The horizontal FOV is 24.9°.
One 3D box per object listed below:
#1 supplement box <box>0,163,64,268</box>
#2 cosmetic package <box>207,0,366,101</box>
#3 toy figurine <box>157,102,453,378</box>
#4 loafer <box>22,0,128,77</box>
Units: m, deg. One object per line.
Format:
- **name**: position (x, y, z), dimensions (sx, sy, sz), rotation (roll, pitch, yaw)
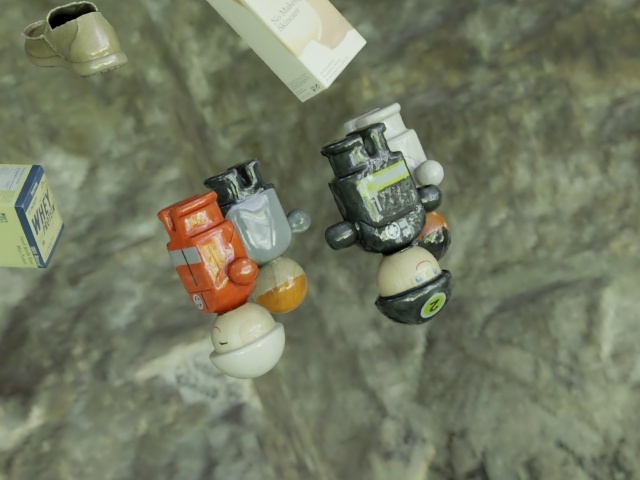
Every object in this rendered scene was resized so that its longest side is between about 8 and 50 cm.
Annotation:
- **supplement box**: position (-0.294, -0.023, 1.344), dimensions (0.083, 0.083, 0.056), rotation (2, -134, 13)
- **cosmetic package**: position (-0.027, -0.169, 1.102), dimensions (0.060, 0.115, 0.041), rotation (-52, -165, -28)
- **toy figurine**: position (0.000, 0.000, 1.125), dimensions (0.213, 0.148, 0.209), rotation (-22, -172, 12)
- **loafer**: position (-0.195, -0.163, 1.145), dimensions (0.056, 0.050, 0.148), rotation (-20, -158, -30)
